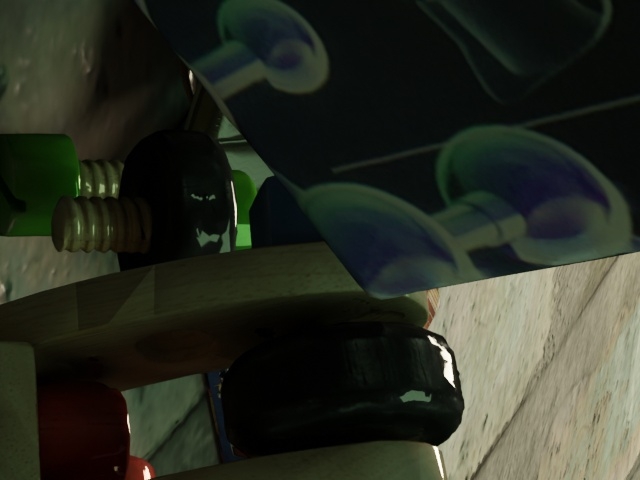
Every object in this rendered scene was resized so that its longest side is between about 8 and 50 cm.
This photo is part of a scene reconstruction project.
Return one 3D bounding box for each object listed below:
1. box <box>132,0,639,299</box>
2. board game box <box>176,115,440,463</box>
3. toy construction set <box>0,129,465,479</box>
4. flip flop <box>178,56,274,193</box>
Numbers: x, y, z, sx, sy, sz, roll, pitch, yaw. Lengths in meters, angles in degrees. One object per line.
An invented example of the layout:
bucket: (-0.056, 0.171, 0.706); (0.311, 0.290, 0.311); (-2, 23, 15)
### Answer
box: (0.043, -0.213, 0.296); (0.395, 0.293, 0.212); (50, 50, -25)
board game box: (0.000, 0.000, 0.908); (0.165, 0.042, 0.243); (-57, 153, -37)
toy construction set: (-0.114, 0.114, 0.524); (0.237, 0.257, 0.309); (1, 88, -24)
flip flop: (-0.012, -0.100, 0.759); (0.112, 0.080, 0.277); (20, 70, -42)
